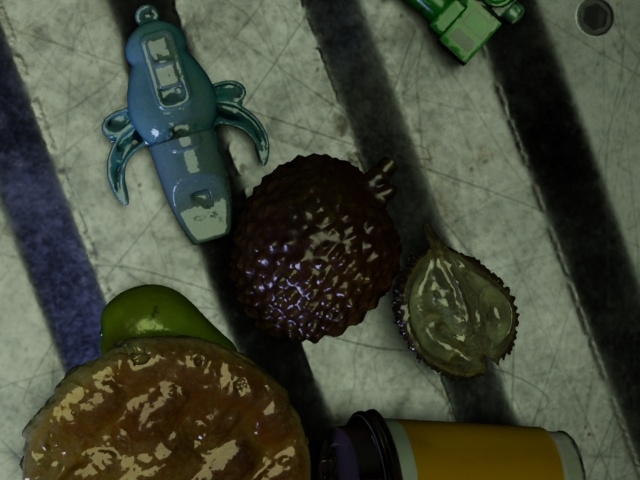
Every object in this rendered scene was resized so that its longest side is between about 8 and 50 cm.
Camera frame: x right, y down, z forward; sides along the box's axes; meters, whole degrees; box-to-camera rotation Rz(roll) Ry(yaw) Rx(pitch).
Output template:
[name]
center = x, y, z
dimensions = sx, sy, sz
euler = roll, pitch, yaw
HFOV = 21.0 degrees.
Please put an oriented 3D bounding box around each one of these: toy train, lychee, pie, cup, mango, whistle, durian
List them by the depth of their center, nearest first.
[pie]
center = -0.165, 0.259, 1.870
dimensions = 0.340, 0.083, 0.339
euler = -2, 101, -11
[lychee]
center = 0.000, 0.000, 1.896
dimensions = 0.200, 0.200, 0.238
euler = 40, 103, -5
[cup]
center = 0.144, 0.282, 1.917
dimensions = 0.280, 0.196, 0.196
euler = 0, 88, -16
[mango]
center = -0.173, 0.122, 1.920
dimensions = 0.163, 0.089, 0.117
euler = 44, 80, -5
[whistle]
center = -0.159, -0.132, 1.935
dimensions = 0.186, 0.093, 0.274
euler = -16, 93, -9
[durian]
center = 0.139, 0.070, 1.965
dimensions = 0.148, 0.091, 0.188
euler = -20, 99, -21
[toy train]
center = 0.119, -0.319, 1.988
dimensions = 0.251, 0.085, 0.119
euler = 41, 98, -1
